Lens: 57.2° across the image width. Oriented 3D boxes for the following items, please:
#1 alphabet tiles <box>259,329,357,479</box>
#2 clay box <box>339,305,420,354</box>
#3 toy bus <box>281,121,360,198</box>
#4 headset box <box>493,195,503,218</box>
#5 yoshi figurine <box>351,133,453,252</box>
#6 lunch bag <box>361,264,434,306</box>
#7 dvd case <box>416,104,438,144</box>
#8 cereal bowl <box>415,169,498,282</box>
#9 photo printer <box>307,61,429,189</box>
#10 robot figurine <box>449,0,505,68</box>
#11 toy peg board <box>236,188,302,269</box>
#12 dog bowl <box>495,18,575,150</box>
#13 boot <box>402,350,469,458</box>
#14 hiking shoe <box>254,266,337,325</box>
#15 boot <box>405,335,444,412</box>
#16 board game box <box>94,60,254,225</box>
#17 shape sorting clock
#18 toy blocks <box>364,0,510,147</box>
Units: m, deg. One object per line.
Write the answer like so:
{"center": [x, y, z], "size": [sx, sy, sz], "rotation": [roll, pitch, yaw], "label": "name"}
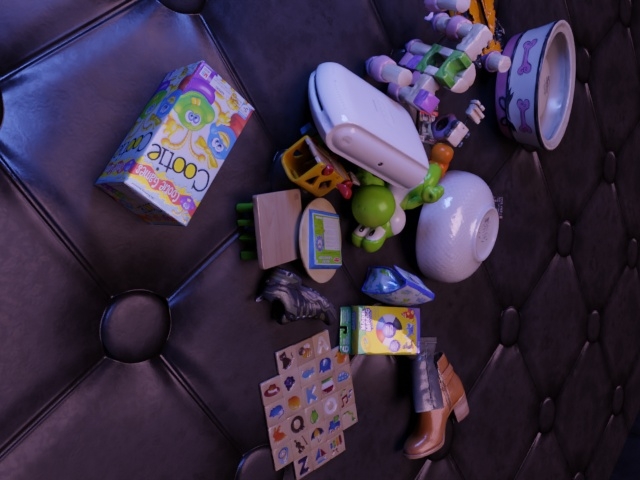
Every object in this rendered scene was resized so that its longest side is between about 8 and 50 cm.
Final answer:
{"center": [-0.022, 0.412, 1.480], "size": [0.285, 0.011, 0.342], "rotation": [-18, 105, -39], "label": "alphabet tiles"}
{"center": [0.159, 0.239, 1.555], "size": [0.222, 0.053, 0.127], "rotation": [5, 81, -25], "label": "clay box"}
{"center": [-0.006, -0.157, 1.377], "size": [0.202, 0.104, 0.191], "rotation": [51, 17, -16], "label": "toy bus"}
{"center": [0.580, -0.106, 1.965], "size": [0.062, 0.032, 0.083], "rotation": [-2, 95, -41], "label": "headset box"}
{"center": [0.197, -0.139, 1.527], "size": [0.203, 0.203, 0.362], "rotation": [44, 67, -20], "label": "yoshi figurine"}
{"center": [0.210, 0.125, 1.571], "size": [0.129, 0.151, 0.096], "rotation": [26, 76, -39], "label": "lunch bag"}
{"center": [0.312, -0.344, 1.720], "size": [0.087, 0.013, 0.119], "rotation": [0, 92, -42], "label": "dvd case"}
{"center": [0.417, -0.030, 1.702], "size": [0.339, 0.141, 0.339], "rotation": [-24, 122, -46], "label": "cereal bowl"}
{"center": [0.103, -0.279, 1.394], "size": [0.307, 0.107, 0.256], "rotation": [24, 39, -34], "label": "photo printer"}
{"center": [0.471, -0.669, 1.790], "size": [0.211, 0.085, 0.291], "rotation": [-35, 115, -34], "label": "robot figurine"}
{"center": [-0.116, -0.030, 1.332], "size": [0.160, 0.079, 0.161], "rotation": [-17, 106, -56], "label": "toy peg board"}
{"center": [0.702, -0.501, 1.919], "size": [0.408, 0.150, 0.408], "rotation": [-17, 112, -51], "label": "dog bowl"}
{"center": [0.315, 0.481, 1.728], "size": [0.283, 0.109, 0.220], "rotation": [-31, 106, -24], "label": "boot"}
{"center": [-0.059, 0.156, 1.393], "size": [0.227, 0.086, 0.114], "rotation": [40, 81, -30], "label": "hiking shoe"}
{"center": [0.264, 0.376, 1.654], "size": [0.189, 0.076, 0.208], "rotation": [5, 83, -24], "label": "boot"}
{"center": [-0.275, -0.180, 1.119], "size": [0.142, 0.144, 0.275], "rotation": [40, 67, -36], "label": "board game box"}
{"center": [0.000, 0.000, 1.424], "size": [0.206, 0.040, 0.206], "rotation": [20, 67, -60], "label": "shape sorting clock"}
{"center": [0.292, -0.468, 1.559], "size": [0.309, 0.260, 0.288], "rotation": [34, 97, -36], "label": "toy blocks"}
